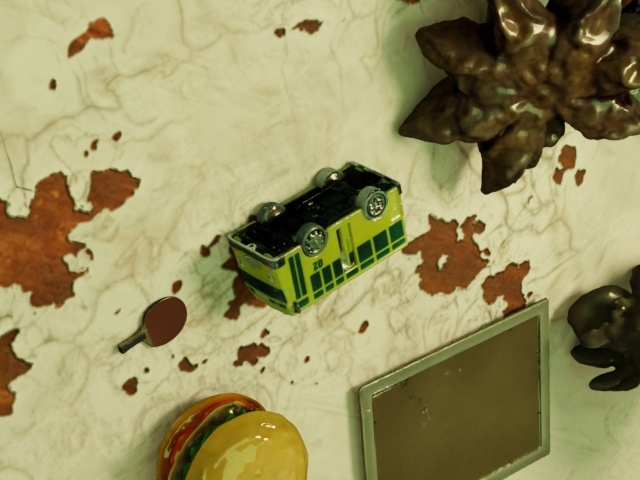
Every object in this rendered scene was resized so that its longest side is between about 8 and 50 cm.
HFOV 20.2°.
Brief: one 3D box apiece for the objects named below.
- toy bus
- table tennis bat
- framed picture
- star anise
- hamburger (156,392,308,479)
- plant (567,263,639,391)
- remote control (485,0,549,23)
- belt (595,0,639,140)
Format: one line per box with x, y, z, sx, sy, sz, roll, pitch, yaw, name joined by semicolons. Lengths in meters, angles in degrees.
0.000;0.000;1.837;0.175;0.088;0.101;-32;129;-27;toy bus
-0.167;0.088;1.790;0.083;0.007;0.050;-33;128;-27;table tennis bat
0.161;0.214;2.121;0.293;0.018;0.231;-23;123;-31;framed picture
0.233;-0.165;1.887;0.315;0.108;0.315;-4;127;-5;star anise
-0.092;0.239;1.849;0.162;0.115;0.162;-15;117;-33;hamburger
0.449;0.138;2.162;0.199;0.276;0.188;-41;135;-31;plant
0.251;-0.346;1.913;0.140;0.056;0.296;-7;115;-36;remote control
0.401;-0.262;1.976;0.094;0.126;0.359;37;103;-24;belt
